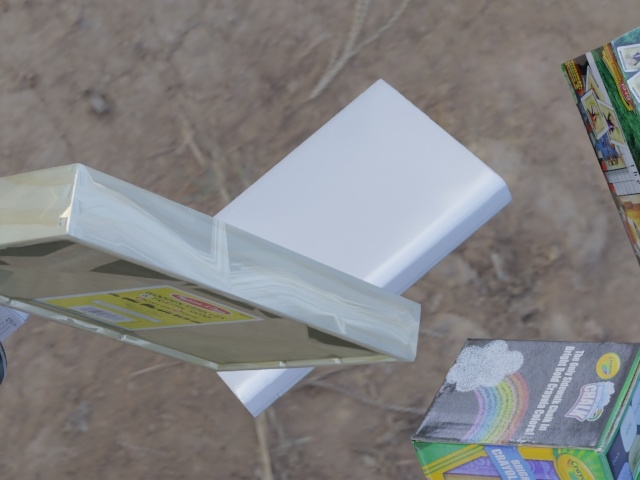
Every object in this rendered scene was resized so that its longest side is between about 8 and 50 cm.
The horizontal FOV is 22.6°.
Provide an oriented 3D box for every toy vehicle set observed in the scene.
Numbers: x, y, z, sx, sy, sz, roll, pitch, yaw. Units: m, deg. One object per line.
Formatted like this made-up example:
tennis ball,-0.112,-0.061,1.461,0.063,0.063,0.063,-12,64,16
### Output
toy vehicle set,-0.090,0.025,0.887,0.267,0.166,0.035,23,68,-45

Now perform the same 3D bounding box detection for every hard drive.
hard drive,0.000,0.000,1.500,0.307,0.203,0.040,-40,139,-7

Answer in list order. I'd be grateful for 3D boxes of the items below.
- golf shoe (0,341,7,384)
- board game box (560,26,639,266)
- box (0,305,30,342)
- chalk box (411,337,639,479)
golf shoe,-0.313,0.056,0.877,0.272,0.105,0.120,17,31,5
board game box,0.229,-0.007,1.046,0.030,0.136,0.260,-22,91,-7
box,-0.280,0.005,1.048,0.186,0.145,0.038,40,56,-11
chalk box,0.206,0.169,1.283,0.132,0.213,0.132,-54,134,-43
